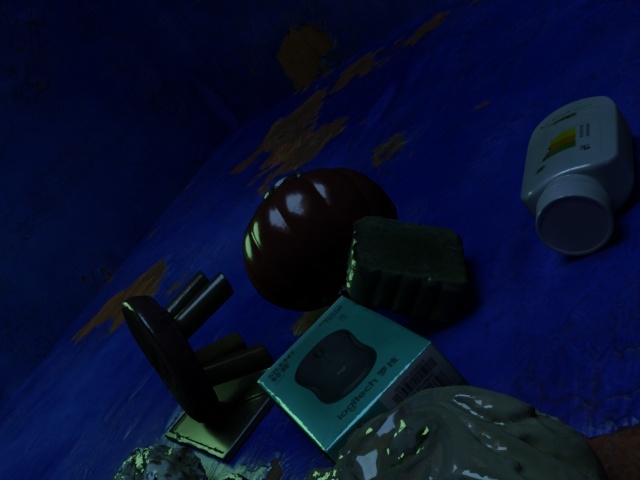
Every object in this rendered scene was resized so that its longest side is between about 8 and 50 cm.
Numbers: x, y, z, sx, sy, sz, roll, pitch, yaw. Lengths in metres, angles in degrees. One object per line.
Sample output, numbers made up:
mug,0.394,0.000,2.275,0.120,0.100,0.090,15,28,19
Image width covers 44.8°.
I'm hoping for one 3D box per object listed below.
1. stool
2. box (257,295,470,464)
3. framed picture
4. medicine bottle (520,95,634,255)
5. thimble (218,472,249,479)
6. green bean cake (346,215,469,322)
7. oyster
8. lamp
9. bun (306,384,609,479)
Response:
stool,-0.232,0.188,1.459,0.178,0.272,0.272,-33,16,-20
box,0.053,0.212,1.117,0.205,0.118,0.311,-42,20,-10
framed picture,-0.177,0.311,1.470,0.209,0.019,0.281,-49,21,-24
medicine bottle,0.392,-0.104,1.191,0.161,0.111,0.296,-26,25,35
thimble,-0.123,0.389,1.131,0.095,0.066,0.104,-38,19,15
green bean cake,0.133,0.042,1.246,0.183,0.185,0.094,-81,6,-60
oyster,-0.276,0.420,1.279,0.268,0.112,0.198,-13,33,47
lamp,0.000,0.000,1.452,0.303,0.257,0.303,-29,-22,-13
bun,0.107,0.275,0.735,0.360,0.211,0.359,-36,19,14
